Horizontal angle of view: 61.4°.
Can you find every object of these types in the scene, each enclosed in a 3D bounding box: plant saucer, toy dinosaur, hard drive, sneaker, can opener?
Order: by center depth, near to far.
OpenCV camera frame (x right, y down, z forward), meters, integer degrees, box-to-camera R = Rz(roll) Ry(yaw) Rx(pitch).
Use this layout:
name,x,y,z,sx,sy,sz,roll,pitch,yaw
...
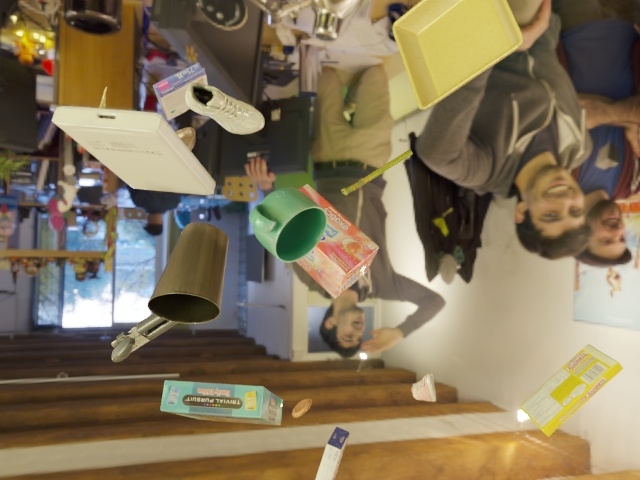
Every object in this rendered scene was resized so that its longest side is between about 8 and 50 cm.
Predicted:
name,x,y,z,sx,sy,sz,roll,pitch,yaw
hard drive,-0.407,-0.196,1.243,0.233,0.047,0.353,6,164,9
sneaker,-0.263,-0.358,1.459,0.232,0.090,0.115,20,178,-6
plant saucer,0.396,-0.585,1.554,0.332,0.333,0.081,-30,153,37
sneaker,0.299,0.433,1.578,0.070,0.051,0.134,-1,140,16
plant saucer,-0.450,-0.283,1.671,0.168,0.168,0.029,-1,142,37
can opener,-0.551,0.301,1.722,0.283,0.095,0.076,-32,128,15
toy dinosaur,-0.769,-0.436,1.869,0.092,0.183,0.053,4,178,11
plant saucer,-0.066,0.581,1.875,0.083,0.013,0.083,-38,-170,8

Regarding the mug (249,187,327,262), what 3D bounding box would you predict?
name,x,y,z,sx,sy,sz,roll,pitch,yaw
mug,-0.069,-0.044,1.026,0.097,0.129,0.158,41,165,32

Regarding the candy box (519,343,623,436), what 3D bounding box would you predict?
name,x,y,z,sx,sy,sz,roll,pitch,yaw
candy box,0.520,0.310,1.128,0.206,0.027,0.105,-43,-171,3

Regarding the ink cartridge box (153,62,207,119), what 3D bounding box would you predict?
name,x,y,z,sx,sy,sz,roll,pitch,yaw
ink cartridge box,-0.506,-0.549,1.971,0.185,0.065,0.311,-31,-177,-10

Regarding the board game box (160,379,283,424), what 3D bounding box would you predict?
name,x,y,z,sx,sy,sz,roll,pitch,yaw
board game box,-0.254,0.451,1.476,0.253,0.079,0.336,2,159,6

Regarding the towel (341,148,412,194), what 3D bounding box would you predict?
name,x,y,z,sx,sy,sz,roll,pitch,yaw
towel,0.166,-0.208,1.635,0.237,0.021,0.102,-31,-171,1

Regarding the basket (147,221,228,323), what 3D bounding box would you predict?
name,x,y,z,sx,sy,sz,roll,pitch,yaw
basket,-0.324,0.079,1.398,0.204,0.227,0.154,-12,140,29

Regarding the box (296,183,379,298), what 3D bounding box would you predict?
name,x,y,z,sx,sy,sz,roll,pitch,yaw
box,0.000,0.000,1.579,0.154,0.300,0.142,-36,159,-31

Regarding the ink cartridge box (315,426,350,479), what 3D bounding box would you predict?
name,x,y,z,sx,sy,sz,roll,pitch,yaw
ink cartridge box,0.024,0.646,1.528,0.046,0.207,0.097,20,-164,14
